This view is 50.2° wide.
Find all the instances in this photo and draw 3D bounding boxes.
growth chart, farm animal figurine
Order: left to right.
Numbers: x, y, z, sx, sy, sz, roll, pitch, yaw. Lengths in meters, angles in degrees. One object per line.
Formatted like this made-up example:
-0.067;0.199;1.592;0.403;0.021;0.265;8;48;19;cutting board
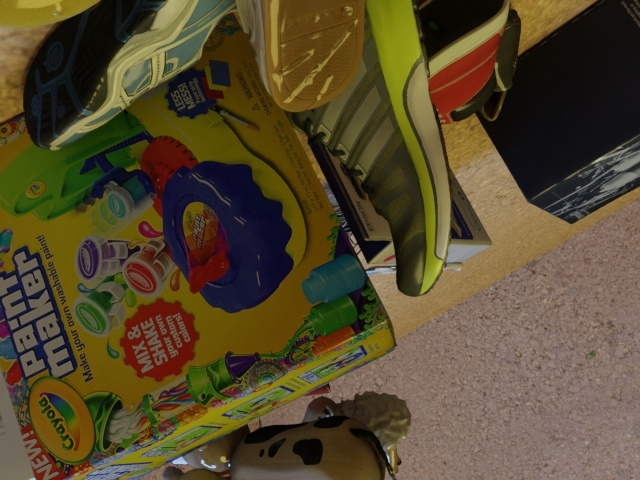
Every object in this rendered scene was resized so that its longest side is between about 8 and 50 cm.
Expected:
-0.076;0.248;0.693;0.326;0.172;0.330;-15;-170;13;farm animal figurine
0.105;0.048;1.076;0.237;0.021;0.172;-7;176;31;growth chart

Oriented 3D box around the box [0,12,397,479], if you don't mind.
-0.122;0.017;0.599;0.279;0.290;0.177;-27;163;0;box

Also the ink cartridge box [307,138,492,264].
0.095;-0.059;0.878;0.069;0.176;0.370;-34;161;26;ink cartridge box

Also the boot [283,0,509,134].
0.084;-0.150;0.723;0.244;0.088;0.176;-28;155;-4;boot

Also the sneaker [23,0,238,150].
-0.138;-0.132;0.499;0.211;0.080;0.081;-34;159;24;sneaker

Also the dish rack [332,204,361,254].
0.000;0.000;1.095;0.208;0.074;0.271;-15;158;-36;dish rack

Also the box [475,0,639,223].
0.424;-0.187;0.974;0.312;0.179;0.343;-33;161;24;box

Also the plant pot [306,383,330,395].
-0.136;0.063;0.813;0.235;0.268;0.267;-13;162;0;plant pot

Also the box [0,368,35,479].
-0.506;0.295;0.980;0.168;0.215;0.345;-13;158;-34;box

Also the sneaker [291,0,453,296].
0.042;-0.094;0.590;0.121;0.300;0.111;-11;-171;11;sneaker

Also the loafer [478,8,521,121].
0.211;-0.205;0.812;0.062;0.061;0.170;-24;162;-3;loafer

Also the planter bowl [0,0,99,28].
-0.157;-0.173;0.340;0.217;0.090;0.217;-24;162;-8;planter bowl

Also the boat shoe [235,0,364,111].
-0.023;-0.214;0.410;0.098;0.096;0.277;-20;140;-25;boat shoe
